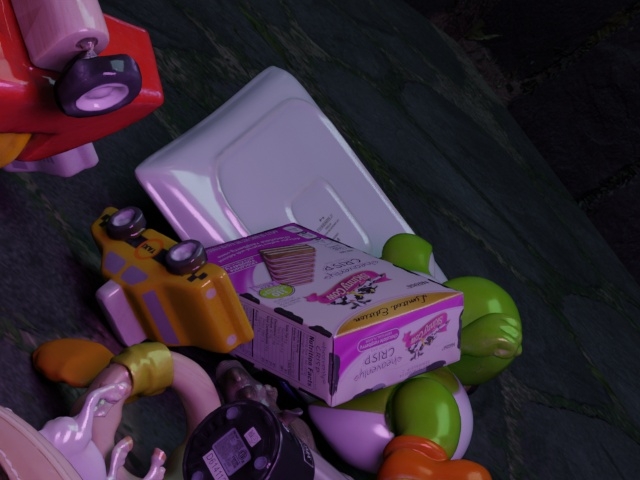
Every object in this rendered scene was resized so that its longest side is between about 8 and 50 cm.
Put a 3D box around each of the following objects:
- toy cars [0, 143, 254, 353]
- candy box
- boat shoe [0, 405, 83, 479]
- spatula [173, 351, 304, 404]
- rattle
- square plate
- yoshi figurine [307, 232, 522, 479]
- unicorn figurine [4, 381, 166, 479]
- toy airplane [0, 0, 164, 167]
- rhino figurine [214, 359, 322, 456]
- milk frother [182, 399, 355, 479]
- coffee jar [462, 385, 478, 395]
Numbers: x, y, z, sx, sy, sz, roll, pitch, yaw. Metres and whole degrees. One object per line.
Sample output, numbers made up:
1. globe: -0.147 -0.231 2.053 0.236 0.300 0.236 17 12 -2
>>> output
1. toy cars: -0.217 -0.030 1.644 0.393 0.087 0.176 48 -23 9
2. candy box: -0.008 0.061 1.692 0.159 0.071 0.233 -17 28 -39
3. boat shoe: -0.174 0.223 1.078 0.098 0.109 0.302 10 48 -58
4. spatula: -0.084 0.120 1.741 0.084 0.030 0.296 51 15 17
5. rattle: -0.138 0.174 1.457 0.199 0.143 0.130 56 42 -28
6. square plate: -0.003 -0.005 1.954 0.344 0.049 0.347 52 32 -5
7. yoshi figurine: 0.123 0.143 1.787 0.203 0.203 0.362 52 26 -37
8. unicorn figurine: -0.174 0.150 1.318 0.111 0.060 0.162 -44 107 -36
9. toy airplane: -0.339 -0.092 1.255 0.384 0.272 0.386 34 53 -7
10. rhino figurine: -0.040 0.169 1.516 0.106 0.073 0.243 54 -12 34
11. milk frother: -0.054 0.212 1.380 0.135 0.143 0.129 46 24 -46
12. coffee jar: 0.123 0.127 2.161 0.079 0.096 0.184 4 -10 31
